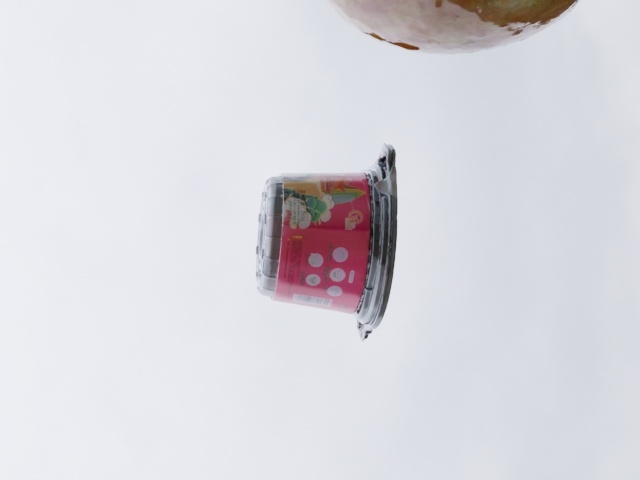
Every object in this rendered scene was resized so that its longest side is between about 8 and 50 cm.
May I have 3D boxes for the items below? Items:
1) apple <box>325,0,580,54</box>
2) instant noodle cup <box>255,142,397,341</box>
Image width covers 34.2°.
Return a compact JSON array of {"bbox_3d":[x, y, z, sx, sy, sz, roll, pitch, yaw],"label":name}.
[{"bbox_3d":[0.097,-0.291,0.869,0.309,0.250,0.278,-124,12,-75],"label":"apple"},{"bbox_3d":[0.000,0.000,1.528,0.258,0.181,0.303,-126,41,-77],"label":"instant noodle cup"}]
